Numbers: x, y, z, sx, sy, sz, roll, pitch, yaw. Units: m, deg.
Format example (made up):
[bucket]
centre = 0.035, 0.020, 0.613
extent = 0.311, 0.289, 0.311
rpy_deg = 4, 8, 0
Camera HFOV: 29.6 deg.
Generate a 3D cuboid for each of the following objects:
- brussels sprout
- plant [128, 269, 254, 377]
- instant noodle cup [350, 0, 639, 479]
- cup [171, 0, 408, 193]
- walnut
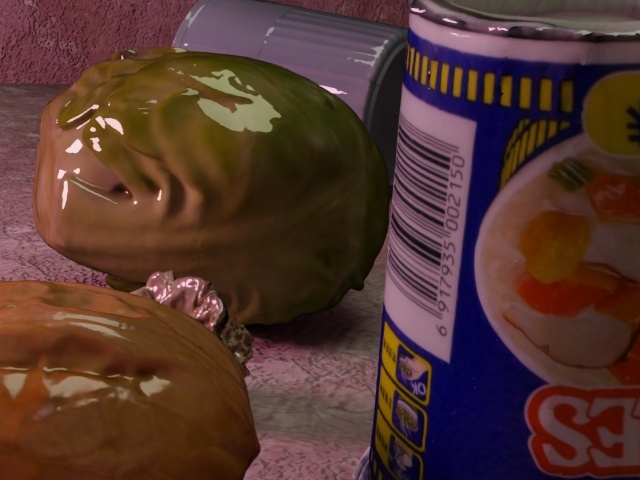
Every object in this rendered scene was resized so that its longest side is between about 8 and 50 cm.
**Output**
[brussels sprout]
centre = -0.089, -0.047, 1.096
extent = 0.327, 0.247, 0.328
rpy_deg = 6, -5, 0
[plant]
centre = -0.116, 0.083, 0.861
extent = 0.122, 0.104, 0.116
rpy_deg = -30, 7, -27
[instant noodle cup]
centre = 0.145, 0.014, 0.659
extent = 0.284, 0.313, 0.284
rpy_deg = -3, 23, 1
[cup]
centre = -0.020, -0.180, 1.759
extent = 0.311, 0.331, 0.257
rpy_deg = 14, 49, 25
[walnut]
centre = -0.134, 0.099, 0.648
extent = 0.206, 0.159, 0.159
rpy_deg = 5, 13, 2
